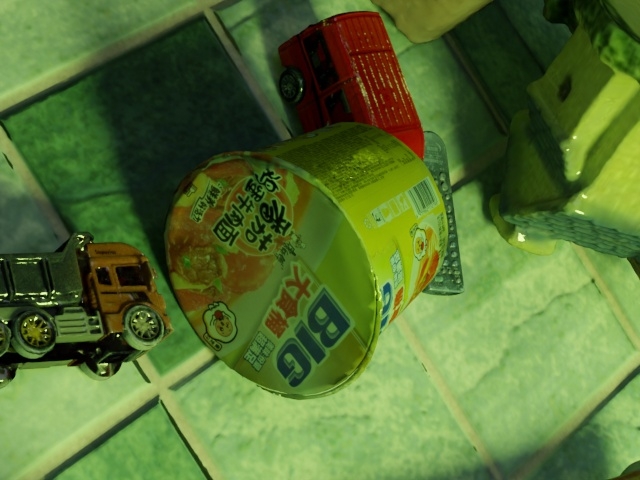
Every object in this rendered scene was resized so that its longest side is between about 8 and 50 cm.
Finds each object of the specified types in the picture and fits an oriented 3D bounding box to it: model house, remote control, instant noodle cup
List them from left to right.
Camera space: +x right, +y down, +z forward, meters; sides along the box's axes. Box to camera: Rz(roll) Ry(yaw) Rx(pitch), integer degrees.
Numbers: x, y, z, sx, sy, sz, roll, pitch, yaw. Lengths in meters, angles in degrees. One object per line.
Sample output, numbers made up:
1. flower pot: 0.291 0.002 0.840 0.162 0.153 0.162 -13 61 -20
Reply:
1. instant noodle cup: 0.000 0.000 1.282 0.153 0.205 0.205 -34 94 -47
2. remote control: 0.102 -0.025 1.475 0.043 0.027 0.152 9 68 -41
3. model house: 0.304 -0.100 1.515 0.321 0.266 0.261 15 33 -26

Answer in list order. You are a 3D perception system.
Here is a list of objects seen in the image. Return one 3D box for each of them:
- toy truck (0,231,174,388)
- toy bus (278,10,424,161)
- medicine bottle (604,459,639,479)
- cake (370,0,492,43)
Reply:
1. toy truck: -0.207 0.051 1.169 0.192 0.083 0.092 -2 67 -37
2. toy bus: 0.037 -0.097 1.412 0.081 0.089 0.195 -12 79 -39
3. medicine bottle: 0.146 0.267 1.334 0.426 0.108 0.108 -7 76 -38
4. cake: 0.153 -0.362 1.527 0.237 0.230 0.309 53 50 -4
